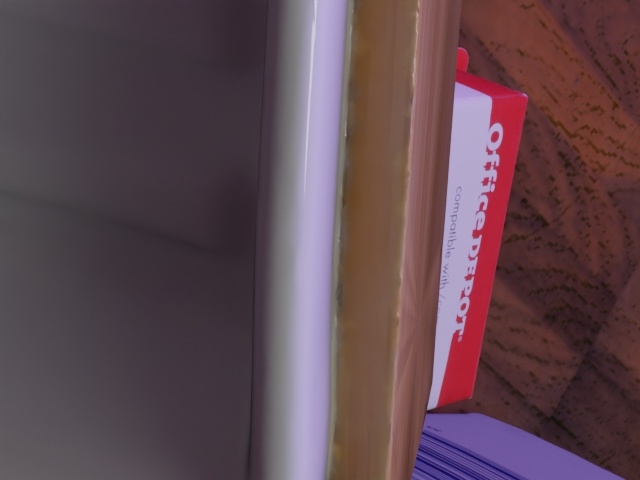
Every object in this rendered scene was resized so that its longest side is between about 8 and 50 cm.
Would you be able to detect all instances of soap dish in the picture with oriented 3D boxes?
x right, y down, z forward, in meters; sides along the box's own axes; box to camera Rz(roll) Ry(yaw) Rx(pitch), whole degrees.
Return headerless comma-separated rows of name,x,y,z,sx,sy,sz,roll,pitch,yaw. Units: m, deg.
soap dish,-0.065,-0.066,0.525,0.118,0.229,0.291,-37,135,-54

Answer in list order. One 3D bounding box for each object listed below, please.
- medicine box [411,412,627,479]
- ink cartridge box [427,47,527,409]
medicine box,0.002,0.228,0.794,0.263,0.149,0.289,5,104,-49
ink cartridge box,0.000,0.000,0.733,0.231,0.078,0.134,-10,116,-46
